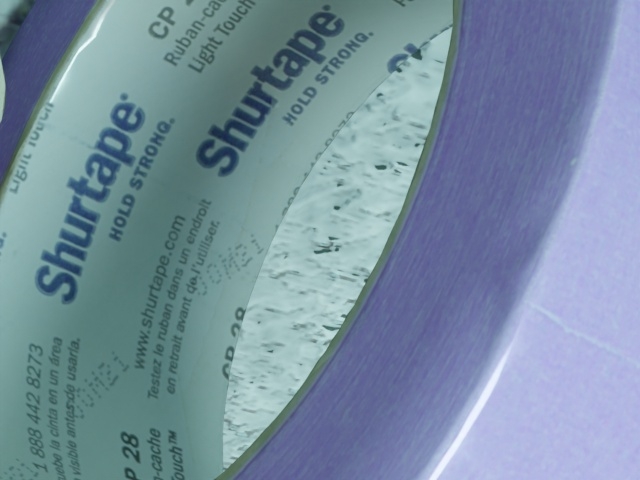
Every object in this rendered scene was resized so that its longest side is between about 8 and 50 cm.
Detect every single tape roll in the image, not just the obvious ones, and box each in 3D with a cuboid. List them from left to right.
[{"bbox_3d":[0.000,0.000,0.445,0.090,0.275,0.275,28,123,-32],"label":"tape roll"}]

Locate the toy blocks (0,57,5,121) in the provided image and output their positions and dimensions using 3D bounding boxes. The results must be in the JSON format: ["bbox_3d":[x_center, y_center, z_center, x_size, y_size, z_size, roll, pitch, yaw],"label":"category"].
[{"bbox_3d":[-0.285,0.012,0.400,0.260,0.309,0.288,-7,143,33],"label":"toy blocks"}]
